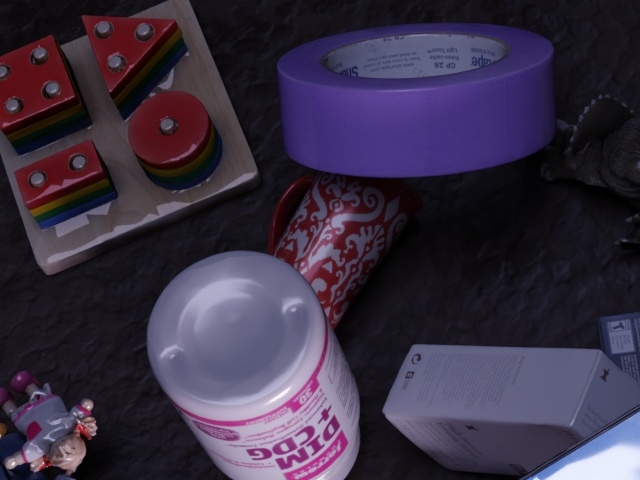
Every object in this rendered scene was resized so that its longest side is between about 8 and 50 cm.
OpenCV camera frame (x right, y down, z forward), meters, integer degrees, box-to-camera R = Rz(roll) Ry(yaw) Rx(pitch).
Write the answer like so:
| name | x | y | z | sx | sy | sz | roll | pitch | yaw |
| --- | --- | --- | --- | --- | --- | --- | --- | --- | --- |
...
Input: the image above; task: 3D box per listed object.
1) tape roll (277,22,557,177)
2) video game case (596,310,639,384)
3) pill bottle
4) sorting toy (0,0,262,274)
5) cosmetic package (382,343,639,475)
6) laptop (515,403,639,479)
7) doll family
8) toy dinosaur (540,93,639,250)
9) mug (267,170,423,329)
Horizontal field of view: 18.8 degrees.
| name | x | y | z | sx | sy | sz | roll | pitch | yaw |
| --- | --- | --- | --- | --- | --- | --- | --- | --- | --- |
| tape roll | 0.096 | -0.144 | 1.926 | 0.275 | 0.275 | 0.090 | 0 | 109 | 12 |
| video game case | 0.406 | 0.126 | 1.816 | 0.274 | 0.026 | 0.196 | -7 | 40 | 7 |
| pill bottle | -0.051 | 0.138 | 1.800 | 0.160 | 0.283 | 0.160 | -5 | 63 | 10 |
| sorting toy | -0.227 | -0.133 | 2.082 | 0.255 | 0.089 | 0.257 | -23 | 61 | 0 |
| cosmetic package | 0.184 | 0.159 | 1.781 | 0.231 | 0.117 | 0.085 | -1 | 57 | 48 |
| laptop | 0.388 | 0.324 | 1.552 | 0.382 | 0.236 | 0.408 | -31 | 62 | -4 |
| doll family | -0.318 | 0.260 | 1.904 | 0.263 | 0.118 | 0.163 | -36 | 46 | -13 |
| toy dinosaur | 0.364 | -0.078 | 1.915 | 0.313 | 0.121 | 0.160 | -3 | 70 | 13 |
| mug | 0.009 | 0.005 | 1.973 | 0.113 | 0.150 | 0.169 | 35 | 77 | -13 |
